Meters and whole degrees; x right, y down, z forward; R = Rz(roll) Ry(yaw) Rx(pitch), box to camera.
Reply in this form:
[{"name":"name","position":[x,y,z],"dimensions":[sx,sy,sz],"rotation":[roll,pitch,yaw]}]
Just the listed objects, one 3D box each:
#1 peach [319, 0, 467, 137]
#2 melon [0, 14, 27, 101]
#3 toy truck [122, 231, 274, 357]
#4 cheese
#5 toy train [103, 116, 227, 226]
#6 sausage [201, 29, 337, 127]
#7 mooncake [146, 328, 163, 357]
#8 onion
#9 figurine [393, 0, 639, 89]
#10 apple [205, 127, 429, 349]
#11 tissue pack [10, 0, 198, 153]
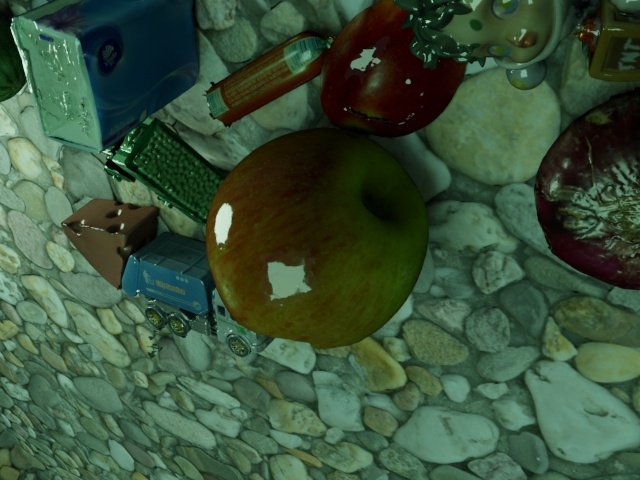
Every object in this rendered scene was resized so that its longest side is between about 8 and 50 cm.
[{"name":"peach","position":[0.106,-0.234,0.897],"dimensions":[0.189,0.068,0.279],"rotation":[27,133,-14]},{"name":"melon","position":[-0.698,-0.381,1.250],"dimensions":[0.287,0.182,0.182],"rotation":[32,136,9]},{"name":"toy truck","position":[-0.254,0.111,1.382],"dimensions":[0.367,0.146,0.175],"rotation":[16,127,23]},{"name":"cheese","position":[-0.475,-0.018,1.433],"dimensions":[0.177,0.128,0.203],"rotation":[31,137,8]},{"name":"toy train","position":[-0.281,-0.119,1.177],"dimensions":[0.154,0.115,0.269],"rotation":[21,166,42]},{"name":"sausage","position":[-0.071,-0.259,1.011],"dimensions":[0.263,0.083,0.083],"rotation":[-17,114,39]},{"name":"mooncake","position":[-0.473,0.141,1.623],"dimensions":[0.150,0.057,0.347],"rotation":[-9,113,52]},{"name":"onion","position":[0.387,-0.064,0.789],"dimensions":[0.246,0.190,0.247],"rotation":[4,120,7]},{"name":"figurine","position":[0.269,-0.264,0.712],"dimensions":[0.381,0.186,0.261],"rotation":[13,142,17]},{"name":"apple","position":[0.000,0.000,0.992],"dimensions":[0.339,0.339,0.340],"rotation":[18,132,21]},{"name":"tissue pack","position":[-0.320,-0.288,1.014],"dimensions":[0.146,0.263,0.198],"rotation":[20,133,19]}]
